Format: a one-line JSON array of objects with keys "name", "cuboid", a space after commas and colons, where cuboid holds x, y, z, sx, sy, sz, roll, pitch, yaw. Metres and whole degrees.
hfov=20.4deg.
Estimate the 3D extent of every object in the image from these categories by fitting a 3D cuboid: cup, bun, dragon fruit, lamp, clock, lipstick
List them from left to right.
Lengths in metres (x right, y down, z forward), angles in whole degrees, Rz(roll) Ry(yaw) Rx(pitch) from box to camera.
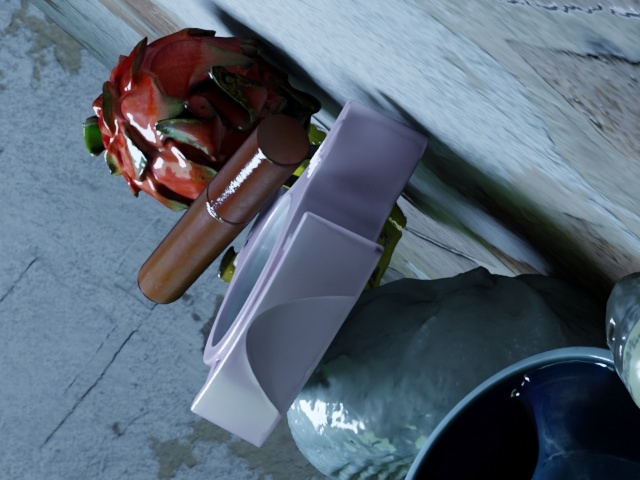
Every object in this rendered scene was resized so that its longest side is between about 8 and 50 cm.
[{"name": "dragon fruit", "cuboid": [-0.107, -0.119, 1.784, 0.274, 0.192, 0.193, 2, -151, 12]}, {"name": "lipstick", "cuboid": [-0.101, -0.022, 1.722, 0.057, 0.057, 0.356, 40, 148, -3]}, {"name": "clock", "cuboid": [-0.006, -0.002, 1.599, 0.080, 0.290, 0.275, 28, -152, -9]}, {"name": "bun", "cuboid": [0.141, 0.128, 1.673, 0.354, 0.194, 0.354, -3, 168, -1]}, {"name": "cup", "cuboid": [0.275, 0.252, 1.447, 0.311, 0.331, 0.257, 43, -178, -33]}, {"name": "lamp", "cuboid": [0.258, 0.081, 1.260, 0.101, 0.101, 0.250, 41, -172, -17]}]

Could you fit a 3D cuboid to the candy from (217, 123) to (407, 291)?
[{"name": "candy", "cuboid": [0.000, 0.000, 1.875, 0.187, 0.297, 0.081, 42, 131, -17]}]
